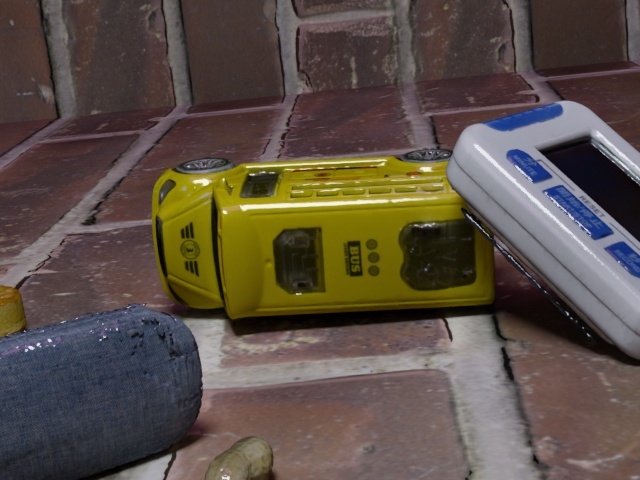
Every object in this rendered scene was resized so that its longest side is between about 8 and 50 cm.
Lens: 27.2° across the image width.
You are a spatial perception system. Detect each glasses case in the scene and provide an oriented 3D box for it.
[{"bbox_3d":[-0.212,0.121,0.920,0.282,0.109,0.067,-14,11,-26],"label":"glasses case"}]

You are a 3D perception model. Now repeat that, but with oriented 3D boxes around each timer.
[{"bbox_3d":[0.239,-0.011,1.131,0.178,0.078,0.253,-16,52,-41],"label":"timer"}]

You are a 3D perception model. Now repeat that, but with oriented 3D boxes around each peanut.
[{"bbox_3d":[-0.056,0.154,0.876,0.037,0.037,0.083,0,19,24],"label":"peanut"}]

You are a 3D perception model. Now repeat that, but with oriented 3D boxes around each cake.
[{"bbox_3d":[-0.332,0.074,1.303,0.084,0.044,0.084,-5,15,1],"label":"cake"}]

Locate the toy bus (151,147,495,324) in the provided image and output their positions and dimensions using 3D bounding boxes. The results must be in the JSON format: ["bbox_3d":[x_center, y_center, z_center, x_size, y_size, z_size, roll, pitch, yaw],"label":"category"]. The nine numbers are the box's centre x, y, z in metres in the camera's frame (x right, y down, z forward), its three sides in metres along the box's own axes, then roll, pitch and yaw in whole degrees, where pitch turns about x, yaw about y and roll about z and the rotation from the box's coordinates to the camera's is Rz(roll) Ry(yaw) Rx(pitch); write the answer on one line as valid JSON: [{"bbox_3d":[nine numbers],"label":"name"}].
[{"bbox_3d":[0.000,0.000,1.256,0.330,0.144,0.152,-3,17,4],"label":"toy bus"}]
